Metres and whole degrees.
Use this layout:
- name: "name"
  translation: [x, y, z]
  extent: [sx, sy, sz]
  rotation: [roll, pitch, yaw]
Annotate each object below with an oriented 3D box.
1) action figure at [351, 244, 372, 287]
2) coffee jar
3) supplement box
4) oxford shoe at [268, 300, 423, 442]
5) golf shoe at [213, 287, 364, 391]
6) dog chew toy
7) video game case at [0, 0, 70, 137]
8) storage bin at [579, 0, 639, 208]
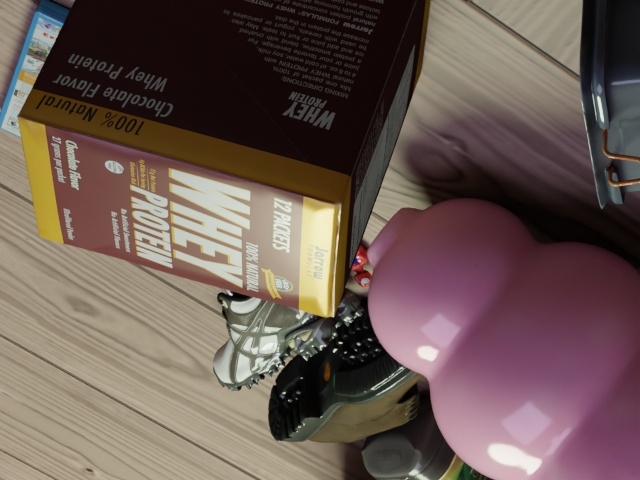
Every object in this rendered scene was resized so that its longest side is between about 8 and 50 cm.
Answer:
- name: "action figure"
  translation: [0.000, 0.000, 1.399]
  extent: [0.038, 0.030, 0.115]
  rotation: [-19, 134, 41]
- name: "coffee jar"
  translation: [0.127, 0.206, 1.601]
  extent: [0.184, 0.079, 0.096]
  rotation: [37, 153, -27]
- name: "supplement box"
  translation: [-0.052, -0.087, 1.124]
  extent: [0.191, 0.194, 0.129]
  rotation: [16, 149, 7]
- name: "oxford shoe"
  translation: [0.048, 0.106, 1.507]
  extent: [0.096, 0.082, 0.227]
  rotation: [11, 155, -25]
- name: "golf shoe"
  translation: [-0.045, 0.056, 1.487]
  extent: [0.094, 0.077, 0.198]
  rotation: [47, 144, -6]
- name: "dog chew toy"
  translation: [0.171, 0.097, 1.285]
  extent: [0.332, 0.206, 0.206]
  rotation: [39, 150, 7]
- name: "video game case"
  translation: [-0.163, -0.101, 1.344]
  extent: [0.119, 0.015, 0.166]
  rotation: [25, 149, -7]
- name: "storage bin"
  translation: [0.203, -0.080, 1.096]
  extent: [0.091, 0.098, 0.135]
  rotation: [-2, 144, 15]
